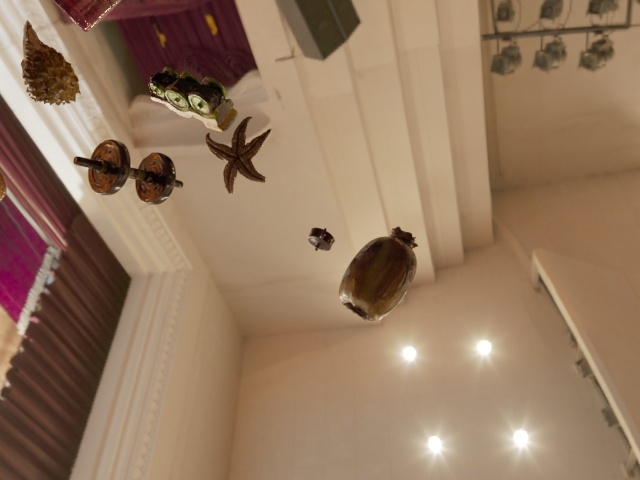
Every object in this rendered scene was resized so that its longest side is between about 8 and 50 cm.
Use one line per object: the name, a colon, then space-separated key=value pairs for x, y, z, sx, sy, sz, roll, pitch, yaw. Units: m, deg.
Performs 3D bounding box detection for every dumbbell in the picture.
dumbbell: x=-0.489 y=-0.175 z=1.615 sx=0.143 sy=0.325 sz=0.143 roll=-6 pitch=-101 yaw=36

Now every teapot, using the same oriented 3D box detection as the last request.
teapot: x=0.000 y=0.000 z=1.564 sx=0.068 sy=0.100 sz=0.045 roll=25 pitch=-114 yaw=2

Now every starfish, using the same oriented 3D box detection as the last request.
starfish: x=-0.241 y=-0.254 z=1.825 sx=0.241 sy=0.043 sz=0.227 roll=33 pitch=-90 yaw=13

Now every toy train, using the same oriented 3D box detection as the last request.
toy train: x=-0.394 y=-0.430 z=1.884 sx=0.296 sy=0.160 sz=0.100 roll=22 pitch=-114 yaw=29

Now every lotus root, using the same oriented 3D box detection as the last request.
lotus root: x=0.150 y=0.064 z=1.454 sx=0.154 sy=0.154 sz=0.278 roll=22 pitch=-119 yaw=34

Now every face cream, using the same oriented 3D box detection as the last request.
face cream: x=-0.702 y=-0.755 z=1.868 sx=0.195 sy=0.175 sz=0.175 roll=-43 pitch=-133 yaw=-1

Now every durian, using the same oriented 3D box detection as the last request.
durian: x=-0.627 y=-0.382 z=1.391 sx=0.140 sy=0.224 sz=0.078 roll=15 pitch=-126 yaw=16

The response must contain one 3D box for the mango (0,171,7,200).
mango: x=-0.678 y=-0.115 z=1.165 sx=0.085 sy=0.184 sz=0.102 roll=4 pitch=-102 yaw=28
